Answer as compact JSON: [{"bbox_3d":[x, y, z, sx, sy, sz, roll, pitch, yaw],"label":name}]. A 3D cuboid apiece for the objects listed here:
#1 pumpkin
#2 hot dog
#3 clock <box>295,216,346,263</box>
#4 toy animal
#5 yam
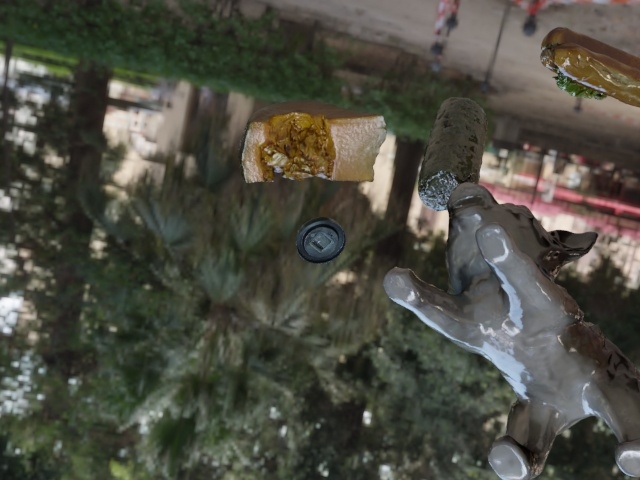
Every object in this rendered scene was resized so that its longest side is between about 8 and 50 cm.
[{"bbox_3d":[-0.015,-0.171,1.722,0.247,0.131,0.126,2,-162,-2],"label":"pumpkin"},{"bbox_3d":[0.571,-0.345,2.054,0.337,0.100,0.135,12,-140,-31],"label":"hot dog"},{"bbox_3d":[0.000,0.000,1.638,0.085,0.085,0.017,9,-152,-19],"label":"clock"},{"bbox_3d":[0.239,0.086,1.144,0.194,0.344,0.302,-26,-171,26],"label":"toy animal"},{"bbox_3d":[0.172,-0.112,1.279,0.078,0.078,0.179,13,-137,7],"label":"yam"}]
